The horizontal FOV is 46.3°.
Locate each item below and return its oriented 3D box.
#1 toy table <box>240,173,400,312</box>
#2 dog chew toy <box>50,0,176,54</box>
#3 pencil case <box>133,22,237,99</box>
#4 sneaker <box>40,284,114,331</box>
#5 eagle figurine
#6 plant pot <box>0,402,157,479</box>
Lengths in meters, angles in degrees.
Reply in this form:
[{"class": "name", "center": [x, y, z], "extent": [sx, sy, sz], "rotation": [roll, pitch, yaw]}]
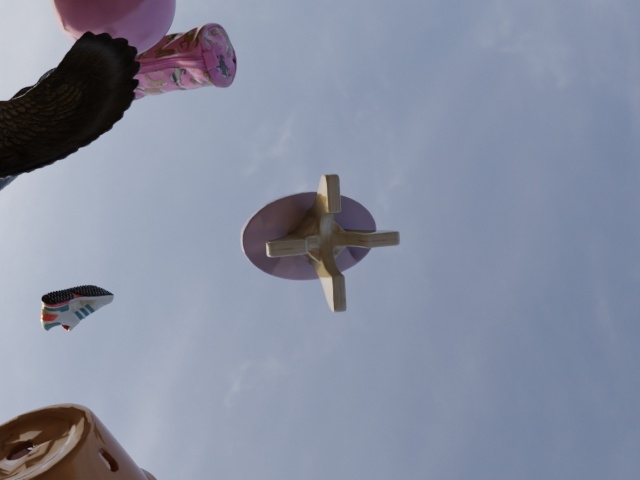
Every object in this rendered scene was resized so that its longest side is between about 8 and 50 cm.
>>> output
[{"class": "toy table", "center": [0.000, 0.000, 1.422], "extent": [0.274, 0.252, 0.161], "rotation": [-18, -169, -16]}, {"class": "dog chew toy", "center": [-0.378, -0.461, 1.210], "extent": [0.206, 0.332, 0.207], "rotation": [-19, -145, 14]}, {"class": "pencil case", "center": [-0.389, -0.414, 1.781], "extent": [0.386, 0.160, 0.167], "rotation": [-4, -124, 21]}, {"class": "sneaker", "center": [-0.481, 0.136, 1.472], "extent": [0.057, 0.161, 0.075], "rotation": [24, -72, 29]}, {"class": "eagle figurine", "center": [-0.370, -0.134, 0.864], "extent": [0.226, 0.298, 0.225], "rotation": [44, -52, 29]}, {"class": "plant pot", "center": [-0.357, 0.355, 0.983], "extent": [0.291, 0.203, 0.291], "rotation": [-14, -159, 5]}]
